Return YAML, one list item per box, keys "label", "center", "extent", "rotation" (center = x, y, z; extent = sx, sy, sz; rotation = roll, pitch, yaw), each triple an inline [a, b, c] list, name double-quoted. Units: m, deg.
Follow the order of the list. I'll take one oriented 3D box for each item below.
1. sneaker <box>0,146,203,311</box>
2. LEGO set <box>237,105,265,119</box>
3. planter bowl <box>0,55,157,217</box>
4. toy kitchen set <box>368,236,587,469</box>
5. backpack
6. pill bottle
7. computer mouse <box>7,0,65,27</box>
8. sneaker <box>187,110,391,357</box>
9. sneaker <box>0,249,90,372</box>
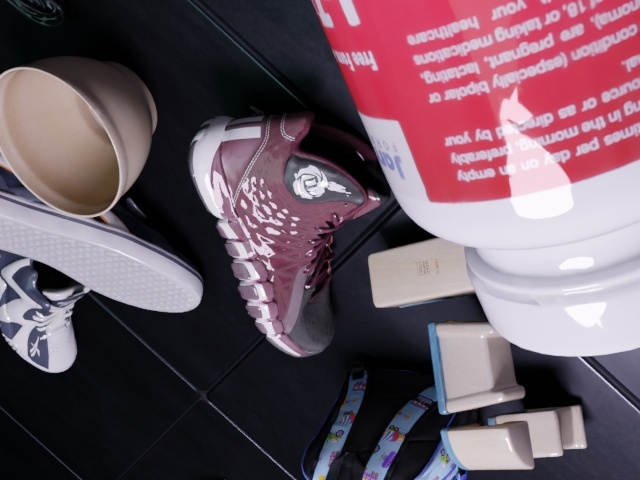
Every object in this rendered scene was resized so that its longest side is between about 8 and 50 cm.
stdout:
- label: "sneaker"
  center: [-0.271, -0.029, 0.889]
  extent: [0.321, 0.127, 0.126]
  rotation: [26, 144, -20]
- label: "LEGO set"
  center: [-0.053, -0.105, 0.749]
  extent: [0.083, 0.023, 0.054]
  rotation: [22, 135, 1]
- label: "planter bowl"
  center: [-0.236, -0.119, 0.793]
  extent: [0.162, 0.109, 0.162]
  rotation: [16, 128, 21]
- label: "toy kitchen set"
  center: [0.153, 0.106, 0.742]
  extent: [0.122, 0.166, 0.207]
  rotation: [-14, 77, 39]
- label: "backpack"
  center: [0.073, 0.219, 0.799]
  extent: [0.158, 0.173, 0.117]
  rotation: [-1, 122, 33]
- label: "pill bottle"
  center: [0.117, -0.145, 0.456]
  extent: [0.229, 0.229, 0.407]
  rotation: [-8, 117, 37]
- label: "computer mouse"
  center: [-0.292, -0.329, 0.698]
  extent: [0.184, 0.060, 0.262]
  rotation: [28, 145, -9]
- label: "sneaker"
  center: [0.000, 0.000, 0.738]
  extent: [0.163, 0.106, 0.281]
  rotation: [-9, 126, 22]
- label: "sneaker"
  center: [-0.357, 0.090, 1.041]
  extent: [0.153, 0.094, 0.235]
  rotation: [9, 117, 39]
